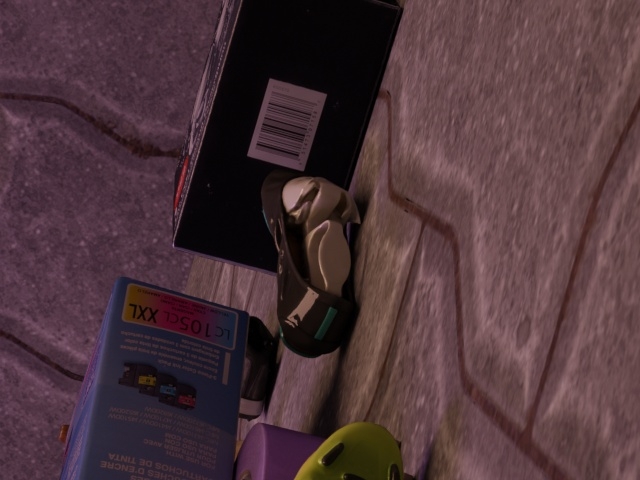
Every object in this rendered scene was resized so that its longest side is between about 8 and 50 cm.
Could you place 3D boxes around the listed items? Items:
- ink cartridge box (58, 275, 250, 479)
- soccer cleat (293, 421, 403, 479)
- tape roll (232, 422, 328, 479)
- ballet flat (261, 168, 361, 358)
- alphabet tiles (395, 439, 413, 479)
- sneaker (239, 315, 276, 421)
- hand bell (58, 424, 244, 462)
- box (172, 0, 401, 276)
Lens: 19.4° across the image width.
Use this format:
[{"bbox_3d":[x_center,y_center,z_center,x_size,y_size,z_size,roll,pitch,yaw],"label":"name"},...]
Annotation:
[{"bbox_3d":[-0.180,0.270,1.790,0.395,0.151,0.270,-88,15,-50],"label":"ink cartridge box"},{"bbox_3d":[-0.007,0.275,1.432,0.121,0.093,0.289,-169,93,-84],"label":"soccer cleat"},{"bbox_3d":[-0.045,0.303,1.638,0.275,0.090,0.275,-166,90,-81],"label":"tape roll"},{"bbox_3d":[0.000,0.000,1.956,0.096,0.095,0.280,-57,28,36],"label":"ballet flat"},{"bbox_3d":[0.014,0.335,1.540,0.342,0.011,0.285,117,165,-56],"label":"alphabet tiles"},{"bbox_3d":[-0.097,0.138,2.372,0.234,0.078,0.106,-115,43,-71],"label":"sneaker"},{"bbox_3d":[-0.184,0.253,2.165,0.126,0.242,0.126,-166,90,-81],"label":"hand bell"},{"bbox_3d":[-0.051,-0.168,2.226,0.312,0.179,0.343,-101,27,-73],"label":"box"}]
